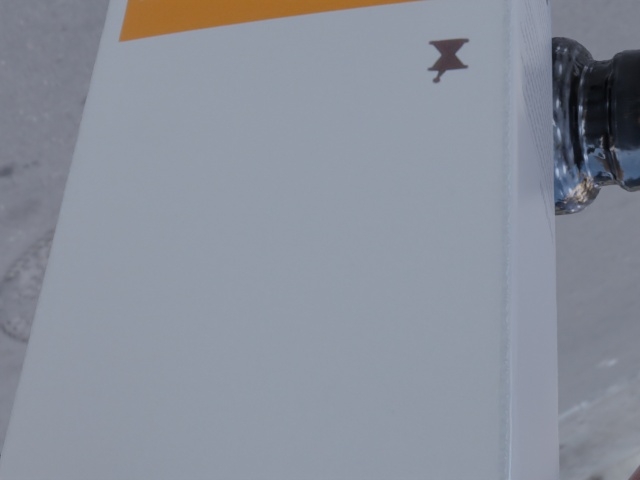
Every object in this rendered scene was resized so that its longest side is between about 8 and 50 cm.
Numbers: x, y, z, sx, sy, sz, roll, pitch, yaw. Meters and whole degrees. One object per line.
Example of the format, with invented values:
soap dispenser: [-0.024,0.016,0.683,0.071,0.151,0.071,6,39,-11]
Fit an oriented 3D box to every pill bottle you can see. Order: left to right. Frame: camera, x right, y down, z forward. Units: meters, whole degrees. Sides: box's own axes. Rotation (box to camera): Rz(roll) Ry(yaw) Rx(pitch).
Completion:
pill bottle: [0.126,-0.076,0.804,0.219,0.122,0.123,-2,170,27]

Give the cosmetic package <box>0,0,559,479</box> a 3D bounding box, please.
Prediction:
cosmetic package: [0.000,0.000,0.598,0.230,0.453,0.161,-5,149,16]

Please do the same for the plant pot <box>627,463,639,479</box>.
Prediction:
plant pot: [0.295,0.369,1.014,0.265,0.272,0.272,-47,155,9]
